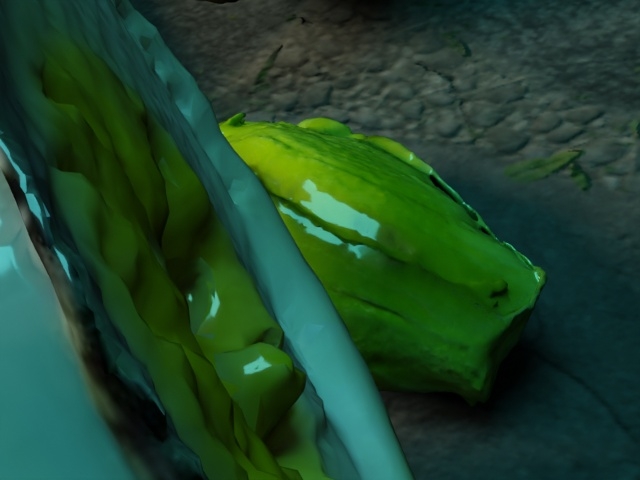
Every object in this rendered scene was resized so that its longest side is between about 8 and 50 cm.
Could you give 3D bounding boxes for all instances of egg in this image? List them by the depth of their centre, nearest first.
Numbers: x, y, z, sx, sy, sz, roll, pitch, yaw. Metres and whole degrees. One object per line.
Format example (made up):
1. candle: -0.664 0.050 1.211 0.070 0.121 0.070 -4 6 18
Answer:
1. egg: -0.164 0.100 0.596 0.340 0.354 0.354 -29 39 8

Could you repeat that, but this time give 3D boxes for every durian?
1. durian: 0.000 0.000 0.837 0.139 0.101 0.250 -2 23 -45

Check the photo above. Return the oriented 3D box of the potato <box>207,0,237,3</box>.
1. potato: -0.012 -0.283 1.062 0.242 0.242 0.285 -21 73 -6
